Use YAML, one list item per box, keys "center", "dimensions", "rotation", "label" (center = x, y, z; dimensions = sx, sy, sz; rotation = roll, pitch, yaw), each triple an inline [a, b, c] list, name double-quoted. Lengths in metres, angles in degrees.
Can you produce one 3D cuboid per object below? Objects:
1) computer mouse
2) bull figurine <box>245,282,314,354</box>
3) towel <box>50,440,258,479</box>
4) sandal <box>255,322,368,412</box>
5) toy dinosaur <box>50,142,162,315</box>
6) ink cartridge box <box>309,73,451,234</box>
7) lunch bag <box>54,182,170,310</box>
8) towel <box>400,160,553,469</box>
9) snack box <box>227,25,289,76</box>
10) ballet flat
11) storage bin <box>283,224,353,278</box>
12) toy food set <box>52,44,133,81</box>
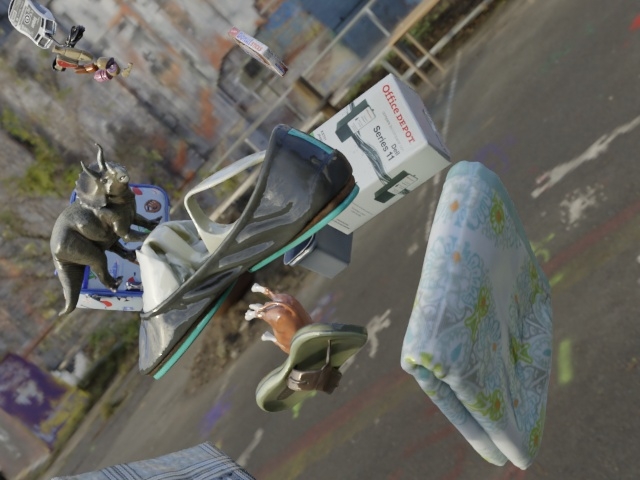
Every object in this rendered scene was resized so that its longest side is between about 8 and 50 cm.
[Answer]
- center: [-0.532, -0.413, 1.628]
  dimensions: [0.042, 0.193, 0.106]
  rotation: [-13, -40, -56]
  label: "computer mouse"
- center: [-0.071, 0.231, 2.091]
  dimensions: [0.188, 0.310, 0.101]
  rotation: [17, 55, 34]
  label: "bull figurine"
- center: [-0.179, 0.371, 1.098]
  dimensions: [0.312, 0.324, 0.056]
  rotation: [31, 112, 40]
  label: "towel"
- center: [-0.009, 0.222, 1.377]
  dimensions: [0.302, 0.120, 0.086]
  rotation: [-55, 37, 44]
  label: "sandal"
- center: [-0.362, -0.015, 1.363]
  dimensions: [0.313, 0.160, 0.121]
  rotation: [-49, 18, 26]
  label: "toy dinosaur"
- center: [0.076, -0.133, 1.299]
  dimensions: [0.208, 0.087, 0.153]
  rotation: [-35, 58, 20]
  label: "ink cartridge box"
- center: [-0.461, 0.015, 1.881]
  dimensions: [0.115, 0.243, 0.303]
  rotation: [117, 156, -58]
  label: "lunch bag"
- center: [0.246, 0.118, 1.215]
  dimensions: [0.090, 0.374, 0.320]
  rotation: [-6, 52, 32]
  label: "towel"
- center: [-0.120, -0.362, 1.600]
  dimensions: [0.022, 0.064, 0.178]
  rotation: [-48, 37, 2]
  label: "snack box"
- center: [-0.088, 0.005, 0.709]
  dimensions: [0.280, 0.096, 0.095]
  rotation: [-43, 9, 24]
  label: "ballet flat"
- center: [0.000, 0.000, 1.424]
  dimensions: [0.098, 0.091, 0.135]
  rotation: [-42, 28, 39]
  label: "storage bin"
- center: [-0.362, -0.274, 1.327]
  dimensions: [0.078, 0.122, 0.019]
  rotation: [151, 125, -66]
  label: "toy food set"
